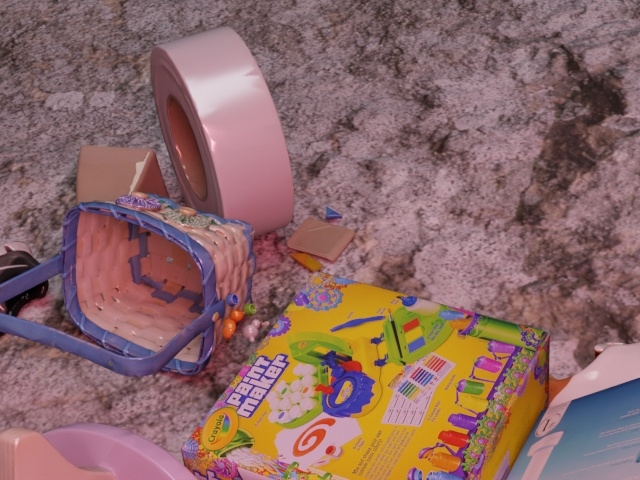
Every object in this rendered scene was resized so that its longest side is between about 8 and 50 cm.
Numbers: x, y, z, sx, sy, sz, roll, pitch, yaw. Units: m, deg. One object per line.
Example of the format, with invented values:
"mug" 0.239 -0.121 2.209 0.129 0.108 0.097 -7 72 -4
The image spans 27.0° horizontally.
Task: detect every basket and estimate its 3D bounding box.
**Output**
"basket" -0.231 0.059 1.600 0.255 0.201 0.289 17 34 24

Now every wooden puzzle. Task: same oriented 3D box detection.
"wooden puzzle" 0.000 0.000 1.798 0.078 0.014 0.116 25 48 27

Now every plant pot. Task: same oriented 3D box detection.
"plant pot" -0.282 -0.058 1.839 0.109 0.109 0.096 4 53 12

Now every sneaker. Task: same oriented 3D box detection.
"sneaker" -0.450 0.081 1.700 0.234 0.078 0.106 -29 42 -29
"sneaker" 0.378 0.139 1.482 0.290 0.106 0.123 -18 43 -13

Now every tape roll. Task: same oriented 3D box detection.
"tape roll" -0.134 -0.135 1.770 0.100 0.286 0.286 -20 41 -16

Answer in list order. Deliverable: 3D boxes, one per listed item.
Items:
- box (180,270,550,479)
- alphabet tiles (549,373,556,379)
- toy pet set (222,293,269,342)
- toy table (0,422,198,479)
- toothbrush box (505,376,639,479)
"box" 0.057 0.211 1.378 0.279 0.177 0.290 15 44 24
"alphabet tiles" 0.241 0.262 1.442 0.342 0.011 0.285 -26 42 -23
"toy pet set" -0.051 0.128 1.560 0.065 0.122 0.114 -18 55 38
"toy table" -0.248 0.288 1.299 0.274 0.252 0.161 -4 6 36
"toothbrush box" 0.266 0.270 1.235 0.216 0.126 0.295 -29 16 45
